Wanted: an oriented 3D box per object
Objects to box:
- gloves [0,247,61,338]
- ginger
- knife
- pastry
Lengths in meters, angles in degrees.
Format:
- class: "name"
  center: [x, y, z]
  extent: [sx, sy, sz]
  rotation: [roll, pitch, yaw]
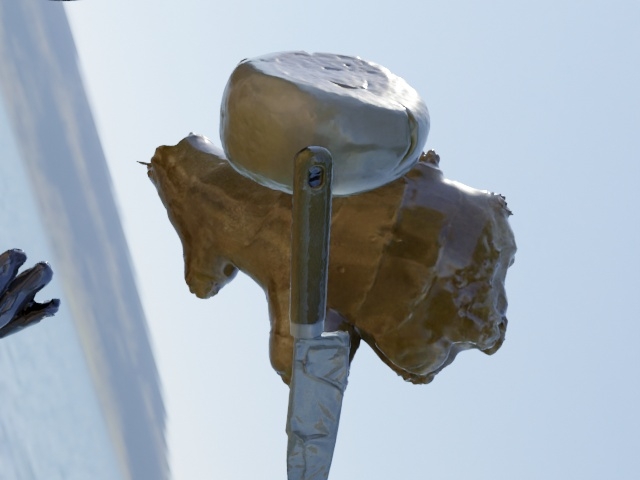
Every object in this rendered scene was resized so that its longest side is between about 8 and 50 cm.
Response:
- class: "gloves"
  center: [-0.396, 0.046, 1.444]
  extent: [0.142, 0.286, 0.119]
  rotation: [-72, 165, -75]
- class: "ginger"
  center: [-0.003, 0.025, 1.382]
  extent: [0.375, 0.166, 0.236]
  rotation: [7, -82, 33]
- class: "knife"
  center: [-0.001, 0.073, 1.016]
  extent: [0.017, 0.047, 0.297]
  rotation: [-133, -140, -55]
- class: "pastry"
  center: [0.003, -0.083, 1.067]
  extent: [0.156, 0.156, 0.092]
  rotation: [-128, -141, -63]
